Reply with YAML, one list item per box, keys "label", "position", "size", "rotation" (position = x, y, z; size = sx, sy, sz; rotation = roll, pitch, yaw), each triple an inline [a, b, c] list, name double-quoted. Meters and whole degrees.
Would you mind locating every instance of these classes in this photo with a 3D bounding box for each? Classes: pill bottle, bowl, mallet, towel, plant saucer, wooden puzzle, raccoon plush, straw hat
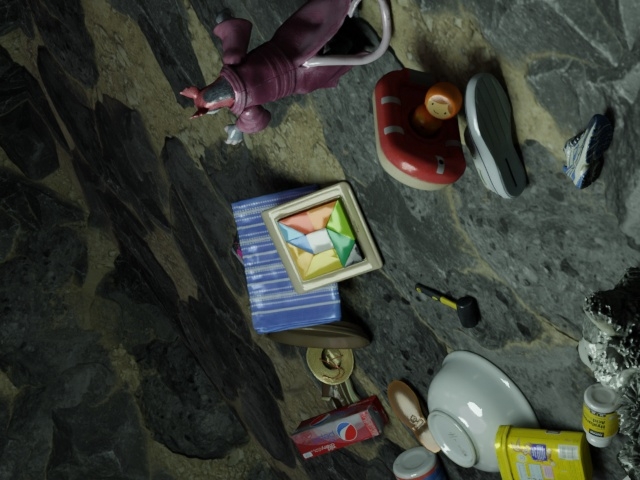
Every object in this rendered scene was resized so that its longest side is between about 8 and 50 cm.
- label: "pill bottle"
  position: [0.286, 0.671, 2.266]
  size: [0.124, 0.124, 0.222]
  rotation: [9, 127, 58]
- label: "bowl"
  position: [0.330, 0.401, 1.874]
  size: [0.298, 0.134, 0.298]
  rotation: [43, 151, 31]
- label: "mallet"
  position: [0.266, 0.136, 1.813]
  size: [0.189, 0.039, 0.062]
  rotation: [19, 137, 60]
- label: "towel"
  position: [-0.085, 0.049, 2.072]
  size: [0.243, 0.040, 0.336]
  rotation: [-10, 90, 23]
- label: "pill bottle"
  position: [0.508, 0.319, 1.542]
  size: [0.065, 0.065, 0.116]
  rotation: [33, 145, 42]
- label: "plant saucer"
  position: [-0.008, 0.240, 2.215]
  size: [0.278, 0.277, 0.041]
  rotation: [148, 129, -65]
- label: "wooden puzzle"
  position: [0.000, 0.000, 1.968]
  size: [0.238, 0.044, 0.221]
  rotation: [-18, 104, 22]
- label: "raccoon plush"
  position: [0.583, 0.179, 1.213]
  size: [0.446, 0.216, 0.299]
  rotation: [-10, 97, 32]
- label: "straw hat"
  position: [0.034, 0.327, 2.398]
  size: [0.145, 0.144, 0.061]
  rotation: [57, -163, 2]

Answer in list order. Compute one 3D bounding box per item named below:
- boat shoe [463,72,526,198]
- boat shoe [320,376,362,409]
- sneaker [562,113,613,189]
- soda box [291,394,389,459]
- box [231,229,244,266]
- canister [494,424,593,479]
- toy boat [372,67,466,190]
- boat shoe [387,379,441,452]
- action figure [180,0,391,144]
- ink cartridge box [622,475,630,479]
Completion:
- label: "boat shoe"
  position: [0.269, -0.168, 1.404]
  size: [0.075, 0.083, 0.226]
  rotation: [17, 134, 53]
- label: "boat shoe"
  position: [0.042, 0.431, 2.465]
  size: [0.258, 0.095, 0.095]
  rotation: [58, 155, 1]
- label: "sneaker"
  position: [0.388, -0.137, 1.266]
  size: [0.058, 0.052, 0.135]
  rotation: [46, 152, 32]
- label: "soda box"
  position: [0.055, 0.526, 2.396]
  size: [0.263, 0.092, 0.084]
  rotation: [-24, 98, 26]
- label: "box"
  position: [-0.093, 0.054, 2.205]
  size: [0.247, 0.163, 0.142]
  rotation: [51, 155, 13]
- label: "canister"
  position: [0.445, 0.431, 1.696]
  size: [0.169, 0.073, 0.126]
  rotation: [-2, 119, 29]
- label: "toy boat"
  position: [0.178, -0.200, 1.396]
  size: [0.151, 0.150, 0.231]
  rotation: [130, 142, -53]
- label: "boat shoe"
  position: [0.243, 0.443, 2.150]
  size: [0.207, 0.073, 0.073]
  rotation: [57, -165, 16]
- label: "action figure"
  position: [-0.075, -0.296, 1.543]
  size: [0.275, 0.370, 0.248]
  rotation: [23, 138, 49]
- label: "ink cartridge box"
  position: [0.601, 0.453, 1.494]
  size: [0.143, 0.092, 0.090]
  rotation: [61, 155, -3]
